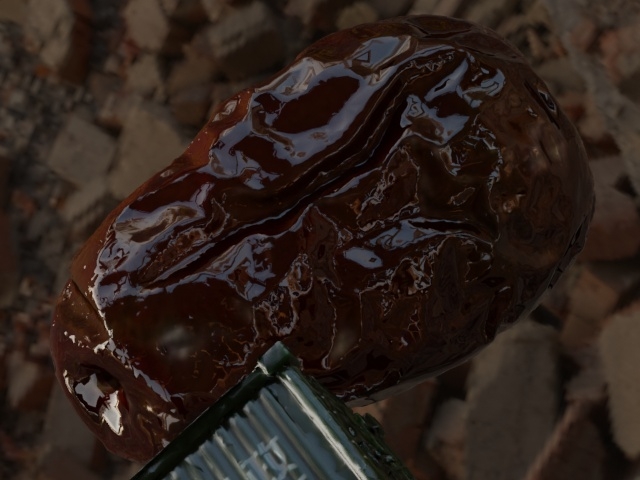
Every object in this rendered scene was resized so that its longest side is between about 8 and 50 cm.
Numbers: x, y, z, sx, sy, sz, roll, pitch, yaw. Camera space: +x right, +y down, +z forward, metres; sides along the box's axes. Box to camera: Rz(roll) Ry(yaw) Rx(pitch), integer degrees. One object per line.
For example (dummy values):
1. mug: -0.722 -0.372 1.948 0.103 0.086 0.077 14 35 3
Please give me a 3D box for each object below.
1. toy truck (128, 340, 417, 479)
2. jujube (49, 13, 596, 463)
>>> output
1. toy truck: -0.061 0.169 0.529 0.259 0.088 0.121 -43 52 2
2. jujube: 0.000 0.000 0.972 0.342 0.216 0.216 -34 48 -24
